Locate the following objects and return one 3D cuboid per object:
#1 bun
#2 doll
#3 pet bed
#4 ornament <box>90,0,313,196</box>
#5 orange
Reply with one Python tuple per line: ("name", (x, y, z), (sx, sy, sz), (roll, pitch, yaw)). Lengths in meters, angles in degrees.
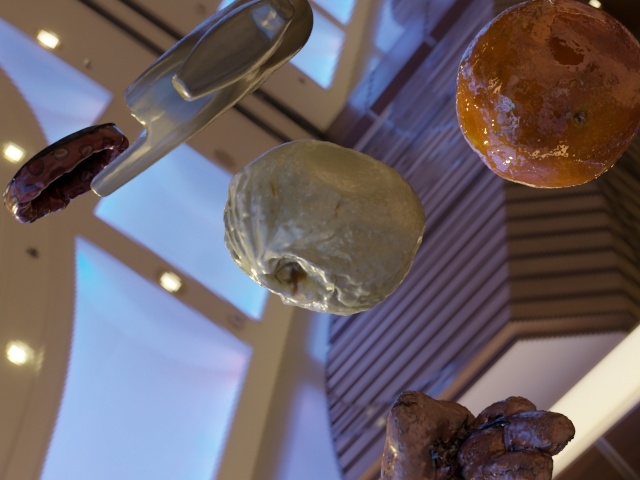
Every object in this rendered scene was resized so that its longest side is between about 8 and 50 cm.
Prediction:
("bun", (0.000, 0.000, 1.997), (0.352, 0.349, 0.227), (68, -149, -51))
("doll", (0.164, 0.240, 1.371), (0.156, 0.303, 0.201), (46, -121, -7))
("pet bed", (-0.369, -0.097, 1.673), (0.053, 0.201, 0.201), (55, -151, 7))
("ornament", (-0.075, -0.121, 0.818), (0.061, 0.245, 0.230), (50, -144, -8))
("orange", (0.339, -0.212, 1.706), (0.284, 0.284, 0.226), (32, -165, -16))
